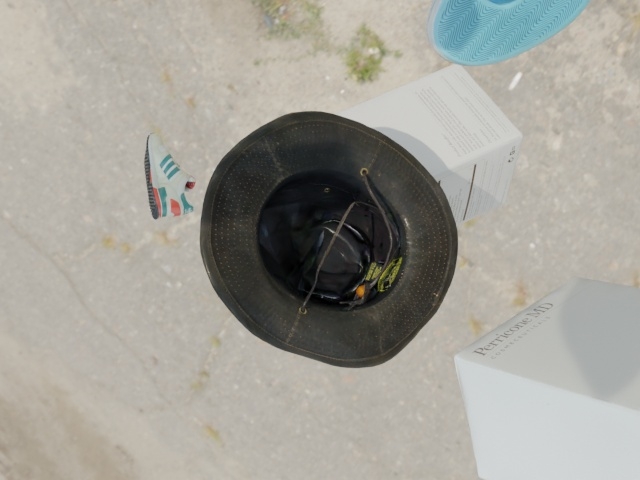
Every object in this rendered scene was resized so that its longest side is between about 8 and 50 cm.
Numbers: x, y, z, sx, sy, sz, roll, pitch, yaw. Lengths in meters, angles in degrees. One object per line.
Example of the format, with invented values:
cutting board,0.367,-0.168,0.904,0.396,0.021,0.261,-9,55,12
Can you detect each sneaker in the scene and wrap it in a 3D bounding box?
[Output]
sneaker,-0.247,-0.106,1.383,0.057,0.075,0.161,116,146,-54
sneaker,0.206,-0.319,0.823,0.319,0.208,0.127,-45,120,11

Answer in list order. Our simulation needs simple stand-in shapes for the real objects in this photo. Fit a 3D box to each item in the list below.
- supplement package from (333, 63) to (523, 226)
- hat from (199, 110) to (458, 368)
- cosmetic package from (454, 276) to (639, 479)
supplement package,0.126,-0.108,1.282,0.177,0.293,0.175,58,164,30
hat,0.000,0.000,1.067,0.331,0.331,0.134,52,163,-10
cosmetic package,0.339,0.164,0.763,0.385,0.217,0.156,11,120,50
